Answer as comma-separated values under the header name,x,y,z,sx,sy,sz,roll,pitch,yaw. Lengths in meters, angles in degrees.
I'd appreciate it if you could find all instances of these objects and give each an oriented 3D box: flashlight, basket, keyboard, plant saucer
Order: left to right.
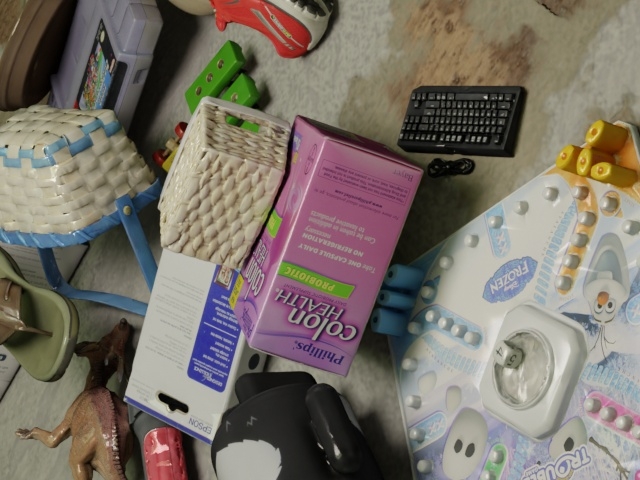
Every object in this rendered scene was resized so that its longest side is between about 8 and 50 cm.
name,x,y,z,sx,sy,sz,roll,pitch,yaw
plant saucer,-0.408,-0.313,2.457,0.278,0.041,0.278,-62,-3,-6
basket,-0.330,-0.037,2.234,0.255,0.201,0.289,9,120,43
flashlight,-0.187,0.304,2.038,0.103,0.103,0.304,-23,56,17
basket,-0.111,-0.062,1.863,0.103,0.113,0.167,-93,24,-52
keyboard,0.150,-0.121,1.804,0.180,0.023,0.108,7,84,54

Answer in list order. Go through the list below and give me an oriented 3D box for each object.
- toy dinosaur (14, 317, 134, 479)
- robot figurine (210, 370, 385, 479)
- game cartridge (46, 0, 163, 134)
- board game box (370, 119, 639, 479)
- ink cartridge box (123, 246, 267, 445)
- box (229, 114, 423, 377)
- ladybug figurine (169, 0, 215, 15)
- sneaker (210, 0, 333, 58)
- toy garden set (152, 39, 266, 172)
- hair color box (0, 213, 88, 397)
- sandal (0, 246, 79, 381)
name,x,y,z,sx,sy,sz,roll,pitch,yaw
toy dinosaur,-0.292,0.239,2.166,0.200,0.127,0.295,-62,38,20
robot figurine,-0.022,0.268,1.767,0.174,0.209,0.278,-27,49,2
game cartridge,-0.322,-0.250,2.357,0.230,0.068,0.355,-108,32,-41
board game box,0.202,0.128,1.630,0.390,0.050,0.390,-36,52,40
ink cartridge box,-0.132,0.073,2.020,0.165,0.065,0.332,23,100,34
box,0.000,0.000,1.815,0.213,0.117,0.243,-129,57,-76
ladybug figurine,-0.129,-0.525,2.183,0.305,0.162,0.449,42,112,50
sneaker,-0.119,-0.327,2.062,0.279,0.107,0.118,37,127,8
toy garden set,-0.128,-0.108,2.142,0.204,0.049,0.244,-47,46,30
hair color box,-0.514,0.095,2.466,0.347,0.174,0.105,-57,40,22
sandal,-0.426,0.098,2.191,0.303,0.086,0.120,32,108,40
